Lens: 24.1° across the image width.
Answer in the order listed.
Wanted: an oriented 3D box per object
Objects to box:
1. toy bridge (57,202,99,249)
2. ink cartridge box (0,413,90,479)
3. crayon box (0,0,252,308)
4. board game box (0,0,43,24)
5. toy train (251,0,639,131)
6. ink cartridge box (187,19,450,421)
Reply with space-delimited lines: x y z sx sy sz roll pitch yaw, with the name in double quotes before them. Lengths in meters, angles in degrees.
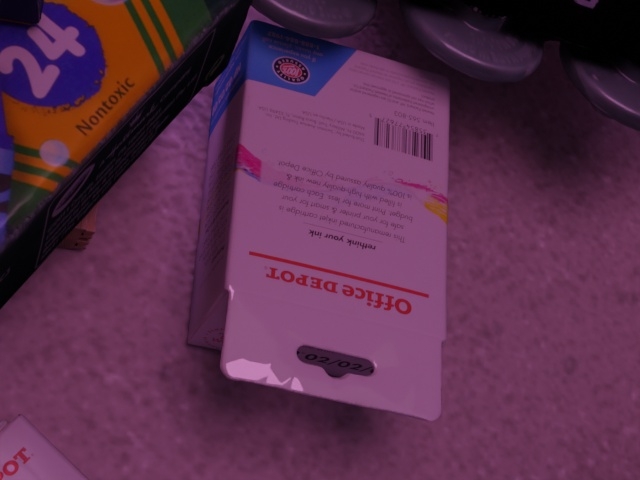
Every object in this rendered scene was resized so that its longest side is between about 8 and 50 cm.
"toy bridge" -0.107 -0.083 0.702 0.063 0.026 0.188 9 61 -20
"ink cartridge box" -0.107 0.141 0.569 0.122 0.052 0.088 44 55 2
"crayon box" -0.215 -0.126 0.624 0.323 0.083 0.203 36 60 3
"board game box" -0.194 -0.192 0.580 0.194 0.060 0.194 7 63 -14
"toy train" 0.087 -0.175 0.726 0.334 0.142 0.190 14 43 -18
"ink cartridge box" 0.000 0.000 0.684 0.104 0.061 0.181 14 58 -17
